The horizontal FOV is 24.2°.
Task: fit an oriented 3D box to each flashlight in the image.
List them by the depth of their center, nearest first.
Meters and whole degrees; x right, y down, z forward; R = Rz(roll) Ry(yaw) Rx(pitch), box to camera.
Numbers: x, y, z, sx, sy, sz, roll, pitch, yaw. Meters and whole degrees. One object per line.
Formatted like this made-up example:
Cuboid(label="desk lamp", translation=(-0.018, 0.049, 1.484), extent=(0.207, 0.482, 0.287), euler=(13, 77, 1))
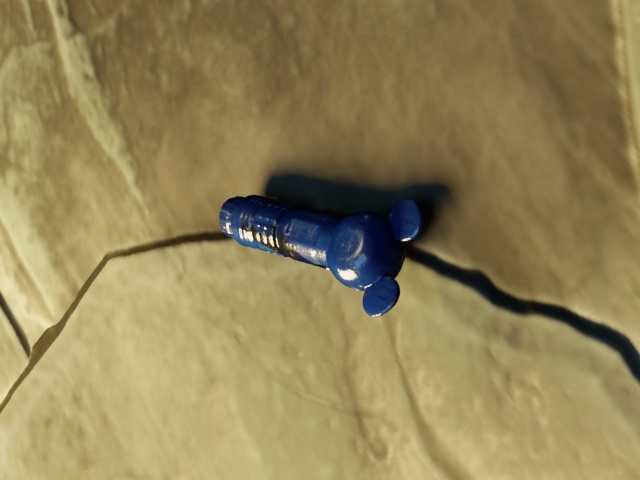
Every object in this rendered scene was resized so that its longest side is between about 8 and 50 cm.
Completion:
Cuboid(label="flashlight", translation=(0.000, 0.000, 0.723), extent=(0.121, 0.035, 0.057), euler=(14, 85, 43))
